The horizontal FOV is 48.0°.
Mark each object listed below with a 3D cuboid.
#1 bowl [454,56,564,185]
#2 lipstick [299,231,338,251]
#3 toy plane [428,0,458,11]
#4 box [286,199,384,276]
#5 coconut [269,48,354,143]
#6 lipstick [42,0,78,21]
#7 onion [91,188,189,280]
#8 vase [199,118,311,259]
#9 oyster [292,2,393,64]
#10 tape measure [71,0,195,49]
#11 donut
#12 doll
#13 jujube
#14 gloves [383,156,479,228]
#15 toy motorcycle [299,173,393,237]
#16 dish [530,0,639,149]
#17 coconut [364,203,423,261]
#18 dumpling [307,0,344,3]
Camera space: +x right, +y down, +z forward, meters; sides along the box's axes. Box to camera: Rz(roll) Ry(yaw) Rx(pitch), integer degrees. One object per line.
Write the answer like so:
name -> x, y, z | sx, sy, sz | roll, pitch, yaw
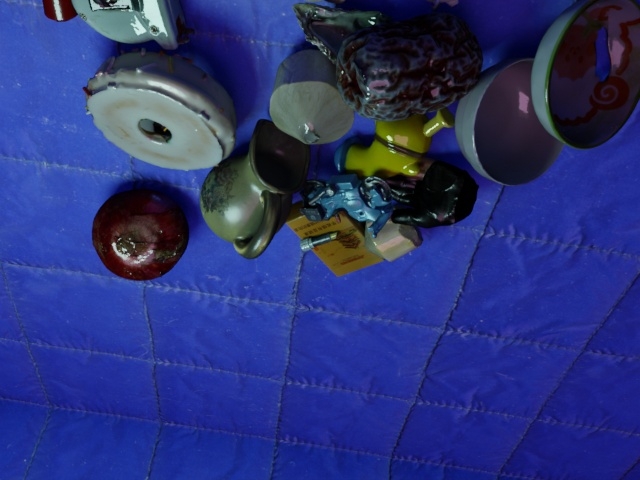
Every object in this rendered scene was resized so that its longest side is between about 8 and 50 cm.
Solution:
bowl -> 0.420, -0.278, 1.646 | 0.287, 0.144, 0.287 | -9, 110, -27
lipstick -> 0.000, 0.000, 2.038 | 0.116, 0.037, 0.037 | -16, 132, 20
toy plane -> 0.341, -0.548, 1.445 | 0.273, 0.107, 0.182 | -7, 141, 10
box -> 0.048, -0.020, 2.088 | 0.174, 0.076, 0.274 | -20, 131, 30
coconut -> -0.017, -0.320, 1.660 | 0.202, 0.222, 0.202 | 3, 143, 2
lipstick -> -0.581, -0.596, 1.555 | 0.080, 0.080, 0.241 | 7, 138, 2
onion -> -0.514, -0.016, 2.055 | 0.276, 0.276, 0.276 | 5, 138, 4
vase -> -0.162, -0.102, 1.844 | 0.241, 0.329, 0.302 | 18, 139, -30
oyster -> 0.073, -0.440, 1.596 | 0.252, 0.087, 0.199 | -13, 129, -11
tape measure -> -0.420, -0.539, 1.557 | 0.246, 0.125, 0.243 | 1, 137, 7
donut -> -0.378, -0.316, 1.739 | 0.382, 0.142, 0.383 | 11, 154, 5
doll -> 0.168, -0.231, 1.772 | 0.145, 0.199, 0.363 | -1, 156, -46
jujube -> 0.186, -0.368, 1.524 | 0.317, 0.226, 0.226 | -19, 146, -27
gloves -> 0.255, -0.123, 1.876 | 0.301, 0.197, 0.152 | 18, -176, 23
toy motorcycle -> 0.077, -0.092, 1.849 | 0.272, 0.124, 0.182 | 2, 133, 35
dish -> 0.551, -0.365, 1.534 | 0.324, 0.124, 0.324 | -14, 116, -30
coconut -> 0.195, -0.017, 2.007 | 0.152, 0.147, 0.147 | -25, 129, 15
dumpling -> -0.002, -0.563, 1.487 | 0.150, 0.092, 0.176 | 9, 139, 4
